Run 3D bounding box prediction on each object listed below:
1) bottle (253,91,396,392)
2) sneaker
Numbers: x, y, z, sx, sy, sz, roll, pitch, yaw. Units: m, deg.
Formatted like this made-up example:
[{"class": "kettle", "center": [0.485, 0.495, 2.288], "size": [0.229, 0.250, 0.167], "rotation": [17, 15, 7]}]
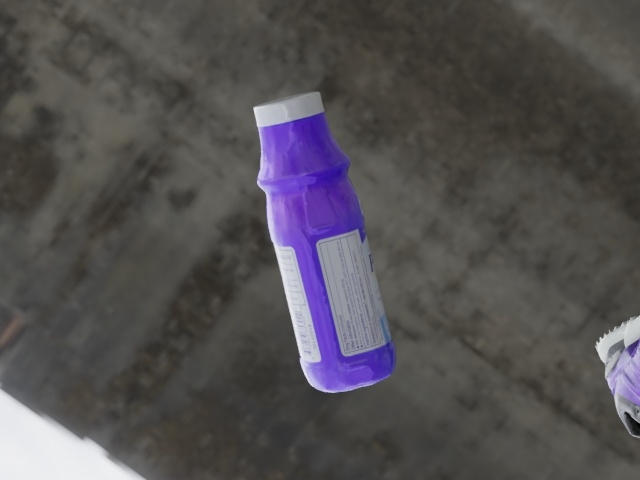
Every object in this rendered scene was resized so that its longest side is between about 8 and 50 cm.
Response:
[{"class": "bottle", "center": [0.000, 0.000, 1.697], "size": [0.118, 0.092, 0.282], "rotation": [-147, 43, -80]}, {"class": "sneaker", "center": [0.385, 0.135, 1.861], "size": [0.102, 0.146, 0.293], "rotation": [-2, 159, -11]}]
